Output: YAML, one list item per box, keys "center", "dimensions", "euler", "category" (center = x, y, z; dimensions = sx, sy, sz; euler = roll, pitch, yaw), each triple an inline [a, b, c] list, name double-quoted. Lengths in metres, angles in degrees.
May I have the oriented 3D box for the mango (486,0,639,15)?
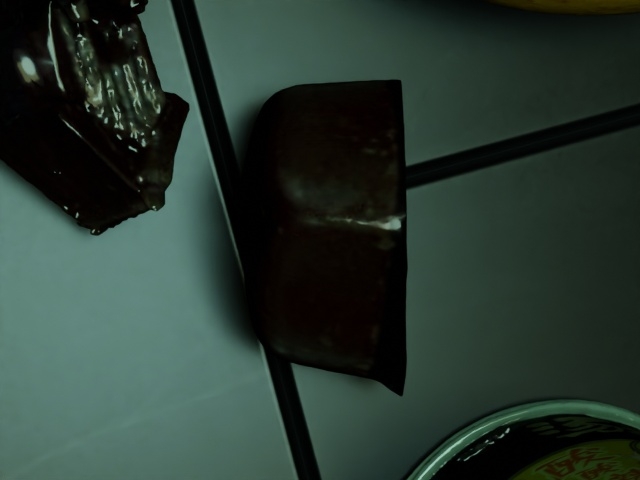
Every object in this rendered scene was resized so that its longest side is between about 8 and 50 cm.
- center: [0.147, -0.201, 0.760]
  dimensions: [0.290, 0.160, 0.191]
  euler: [-22, 114, -3]
  category: "mango"

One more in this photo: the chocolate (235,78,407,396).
- center: [0.000, 0.000, 0.748]
  dimensions: [0.080, 0.125, 0.149]
  euler: [1, 93, 2]
  category: "chocolate"

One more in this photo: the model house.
- center: [-0.152, -0.061, 0.693]
  dimensions: [0.203, 0.141, 0.164]
  euler: [-10, 81, -17]
  category: "model house"

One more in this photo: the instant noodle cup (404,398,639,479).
- center: [0.142, 0.182, 0.716]
  dimensions: [0.215, 0.236, 0.216]
  euler: [0, 89, -12]
  category: "instant noodle cup"
